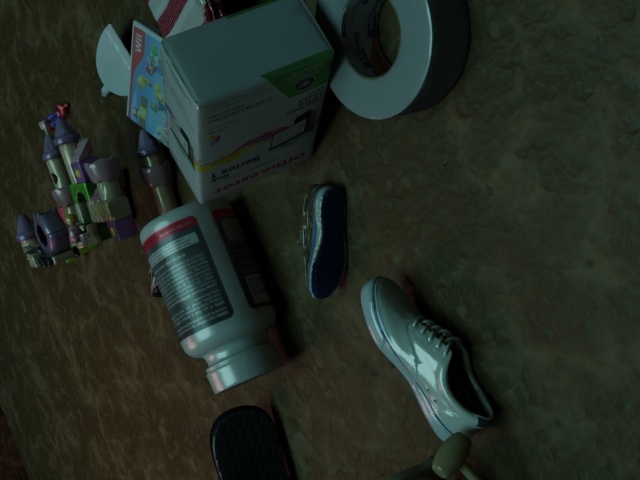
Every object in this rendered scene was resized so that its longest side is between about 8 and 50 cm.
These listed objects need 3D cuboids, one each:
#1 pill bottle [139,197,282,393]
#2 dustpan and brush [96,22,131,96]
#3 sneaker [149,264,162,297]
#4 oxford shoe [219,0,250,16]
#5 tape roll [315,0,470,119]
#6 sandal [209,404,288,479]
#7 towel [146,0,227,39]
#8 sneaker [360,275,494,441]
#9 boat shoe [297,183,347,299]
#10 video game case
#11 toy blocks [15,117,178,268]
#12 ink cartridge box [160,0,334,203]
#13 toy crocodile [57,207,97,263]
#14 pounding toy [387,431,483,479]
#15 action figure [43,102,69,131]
[{"bbox_3d":[-0.185,0.100,1.495,0.176,0.176,0.319,-34,76,52],"label":"pill bottle"},{"bbox_3d":[-0.421,-0.341,1.735,0.211,0.060,0.147,-28,94,45],"label":"dustpan and brush"},{"bbox_3d":[-0.322,0.041,1.740,0.178,0.072,0.077,-53,51,41],"label":"sneaker"},{"bbox_3d":[-0.154,-0.373,1.364,0.076,0.076,0.212,19,118,58],"label":"oxford shoe"},{"bbox_3d":[0.088,-0.270,1.092,0.219,0.072,0.219,24,123,46],"label":"tape roll"},{"bbox_3d":[-0.113,0.533,1.619,0.107,0.167,0.446,177,86,-78],"label":"sandal"},{"bbox_3d":[-0.228,-0.375,1.381,0.329,0.037,0.237,65,155,1],"label":"towel"},{"bbox_3d":[0.154,0.152,1.169,0.091,0.094,0.258,-39,81,41],"label":"sneaker"},{"bbox_3d":[0.000,0.000,1.323,0.066,0.066,0.183,24,112,51],"label":"boat shoe"},{"bbox_3d":[-0.262,-0.259,1.557,0.285,0.025,0.204,37,130,31],"label":"video game case"},{"bbox_3d":[-0.486,-0.121,1.683,0.288,0.309,0.260,0,110,51],"label":"toy blocks"},{"bbox_3d":[-0.107,-0.191,1.196,0.117,0.201,0.278,59,162,18],"label":"ink cartridge box"},{"bbox_3d":[-0.579,-0.056,1.996,0.115,0.105,0.340,60,142,17],"label":"toy crocodile"},{"bbox_3d":[0.166,0.399,1.142,0.155,0.154,0.270,26,140,45],"label":"pounding toy"},{"bbox_3d":[-0.631,-0.303,2.033,0.115,0.030,0.038,-29,85,47],"label":"action figure"}]
